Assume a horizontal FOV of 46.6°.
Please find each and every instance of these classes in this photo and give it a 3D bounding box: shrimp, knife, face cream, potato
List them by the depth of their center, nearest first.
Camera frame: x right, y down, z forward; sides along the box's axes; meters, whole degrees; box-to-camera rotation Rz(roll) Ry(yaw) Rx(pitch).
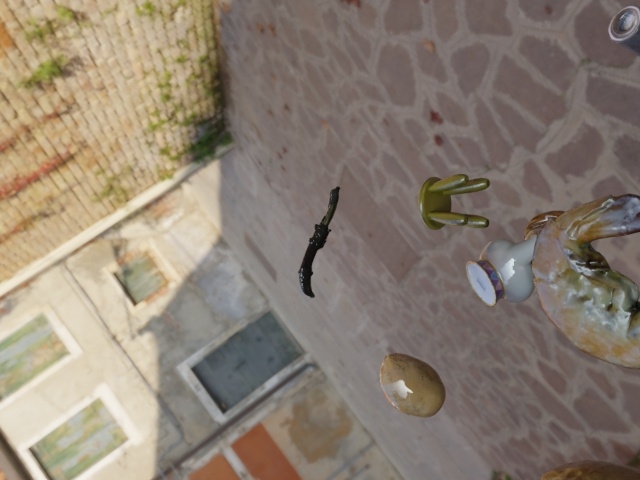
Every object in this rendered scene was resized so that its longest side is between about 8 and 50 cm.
[{"bbox_3d":[0.294,0.032,0.581,0.296,0.058,0.169,-10,116,51],"label":"shrimp"},{"bbox_3d":[-0.006,-0.001,1.437,0.045,0.222,0.021,15,177,-16],"label":"knife"},{"bbox_3d":[0.670,-0.369,1.437,0.283,0.073,0.073,14,-169,-32],"label":"face cream"},{"bbox_3d":[0.181,0.292,1.492,0.147,0.112,0.112,38,163,17],"label":"potato"}]

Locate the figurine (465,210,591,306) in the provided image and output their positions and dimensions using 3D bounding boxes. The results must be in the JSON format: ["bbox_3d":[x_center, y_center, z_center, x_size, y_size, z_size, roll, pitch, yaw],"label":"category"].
[{"bbox_3d":[0.430,0.034,1.500,0.142,0.263,0.189,60,165,19],"label":"figurine"}]

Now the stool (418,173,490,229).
[{"bbox_3d":[0.272,-0.077,1.512,0.110,0.134,0.135,-1,132,42],"label":"stool"}]

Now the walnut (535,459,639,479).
[{"bbox_3d":[0.464,0.526,1.277,0.285,0.297,0.285,17,163,5],"label":"walnut"}]
